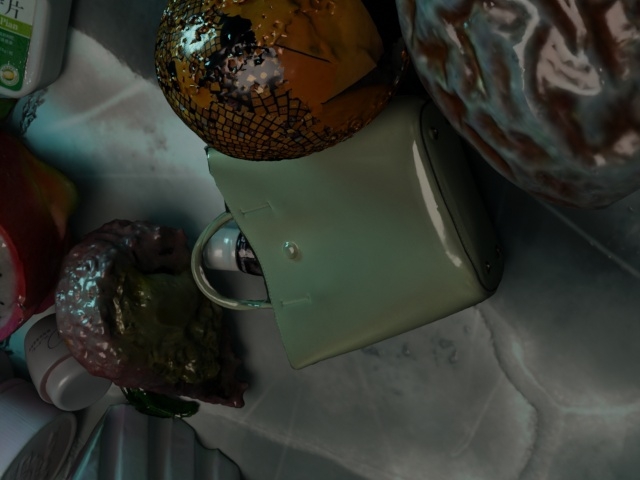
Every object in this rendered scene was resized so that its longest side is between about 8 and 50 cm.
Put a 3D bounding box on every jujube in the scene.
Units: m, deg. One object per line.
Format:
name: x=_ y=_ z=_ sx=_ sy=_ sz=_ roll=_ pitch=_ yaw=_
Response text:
jujube: x=0.185 y=-0.185 z=1.061 sx=0.308 sy=0.215 sz=0.246 roll=50 pitch=123 yaw=0

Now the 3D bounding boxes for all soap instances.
soap: x=-0.193 y=0.351 z=1.447 sx=0.208 sy=0.347 sz=0.115 roll=14 pitch=134 yaw=-21

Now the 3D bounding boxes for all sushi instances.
sushi: x=-0.178 y=0.097 z=1.387 sx=0.107 sy=0.161 sz=0.241 roll=1 pitch=116 yaw=45

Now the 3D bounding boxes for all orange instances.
orange: x=-0.033 y=-0.173 z=1.171 sx=0.234 sy=0.234 sz=0.182 roll=-8 pitch=135 yaw=29

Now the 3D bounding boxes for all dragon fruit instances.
dragon fruit: x=-0.386 y=-0.023 z=1.448 sx=0.290 sy=0.189 sz=0.291 roll=12 pitch=125 yaw=19

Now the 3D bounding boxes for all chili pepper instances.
chili pepper: x=-0.193 y=0.163 z=1.502 sx=0.055 sy=0.035 sz=0.118 roll=-42 pitch=91 yaw=-4

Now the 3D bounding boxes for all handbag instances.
handbag: x=0.000 y=0.000 z=1.276 sx=0.315 sy=0.109 sz=0.241 roll=-18 pitch=100 yaw=22

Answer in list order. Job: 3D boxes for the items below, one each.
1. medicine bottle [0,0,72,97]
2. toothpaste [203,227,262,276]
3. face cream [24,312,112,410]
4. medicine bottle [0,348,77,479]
medicine bottle: x=-0.314 y=-0.246 z=1.373 sx=0.119 sy=0.069 sz=0.183 roll=27 pitch=120 yaw=17
toothpaste: x=-0.022 y=0.012 z=1.358 sx=0.193 sy=0.045 sz=0.071 roll=6 pitch=114 yaw=18
face cream: x=-0.283 y=0.135 z=1.505 sx=0.095 sy=0.091 sz=0.091 roll=50 pitch=129 yaw=34
medicine bottle: x=-0.487 y=0.176 z=1.558 sx=0.378 sy=0.213 sz=0.214 roll=30 pitch=122 yaw=12
